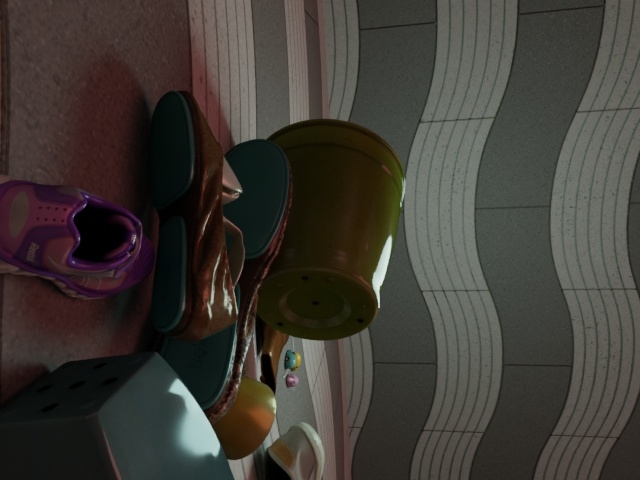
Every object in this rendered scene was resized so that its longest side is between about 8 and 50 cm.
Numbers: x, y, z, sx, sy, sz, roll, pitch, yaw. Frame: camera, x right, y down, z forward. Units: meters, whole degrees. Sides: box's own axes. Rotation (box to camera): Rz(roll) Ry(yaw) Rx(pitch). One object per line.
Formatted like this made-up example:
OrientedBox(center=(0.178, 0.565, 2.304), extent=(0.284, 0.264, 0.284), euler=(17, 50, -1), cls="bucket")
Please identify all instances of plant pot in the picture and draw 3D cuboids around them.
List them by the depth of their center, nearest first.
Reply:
OrientedBox(center=(-0.190, 0.235, 0.419), extent=(0.165, 0.166, 0.234), euler=(-61, 140, -73), cls="plant pot")
OrientedBox(center=(-0.156, 0.281, 0.761), extent=(0.095, 0.134, 0.134), euler=(49, 34, -37), cls="plant pot")
OrientedBox(center=(0.000, 0.000, 0.951), extent=(0.366, 0.367, 0.352), euler=(79, 12, -45), cls="plant pot")

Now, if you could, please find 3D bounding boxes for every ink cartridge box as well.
OrientedBox(center=(-0.165, 0.172, 0.971), extent=(0.225, 0.056, 0.180), euler=(-135, -139, -76), cls="ink cartridge box")

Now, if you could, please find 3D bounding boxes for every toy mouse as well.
OrientedBox(center=(-0.087, 0.400, 1.415), extent=(0.143, 0.031, 0.160), euler=(-6, 95, -81), cls="toy mouse")

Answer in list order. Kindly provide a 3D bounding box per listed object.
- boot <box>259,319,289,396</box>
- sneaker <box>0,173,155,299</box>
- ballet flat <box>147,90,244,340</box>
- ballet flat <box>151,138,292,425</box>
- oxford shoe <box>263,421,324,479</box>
OrientedBox(center=(-0.119, 0.185, 1.060), extent=(0.280, 0.096, 0.264), euler=(-80, 179, -68), cls="boot")
OrientedBox(center=(-0.216, 0.005, 0.446), extent=(0.236, 0.105, 0.095), euler=(58, 30, -75), cls="sneaker")
OrientedBox(center=(-0.159, -0.035, 0.618), extent=(0.124, 0.116, 0.342), euler=(15, 58, -49), cls="ballet flat")
OrientedBox(center=(-0.160, 0.060, 0.734), extent=(0.182, 0.164, 0.482), euler=(116, -14, -59), cls="ballet flat")
OrientedBox(center=(-0.082, 0.666, 1.149), extent=(0.130, 0.169, 0.448), euler=(-14, 116, -39), cls="oxford shoe")
